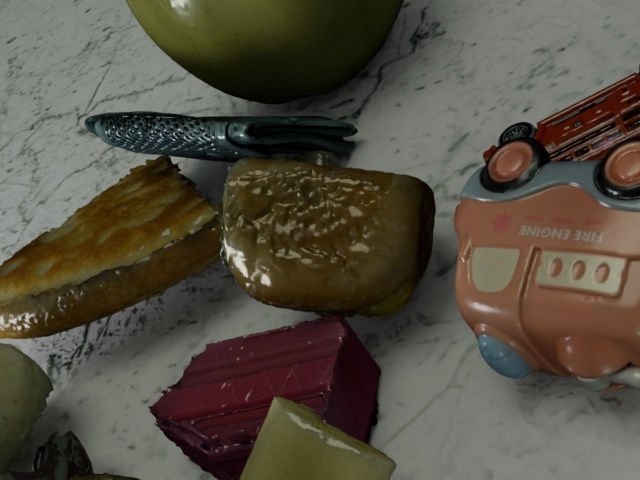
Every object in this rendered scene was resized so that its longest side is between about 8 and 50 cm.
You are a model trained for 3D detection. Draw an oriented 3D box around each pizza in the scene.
[{"bbox_3d":[-0.261,-0.008,1.520,0.440,0.130,0.406,-17,25,23],"label":"pizza"}]

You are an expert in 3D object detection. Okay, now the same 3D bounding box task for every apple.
[{"bbox_3d":[-0.080,-0.431,1.583,0.474,0.473,0.473,-23,37,18],"label":"apple"}]

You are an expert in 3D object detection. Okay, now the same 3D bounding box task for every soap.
[{"bbox_3d":[-0.067,0.179,1.142,0.250,0.099,0.162,-14,40,28],"label":"soap"}]

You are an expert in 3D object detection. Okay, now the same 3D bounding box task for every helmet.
[{"bbox_3d":[-0.317,0.308,1.190,0.153,0.107,0.177,-52,-8,33],"label":"helmet"}]

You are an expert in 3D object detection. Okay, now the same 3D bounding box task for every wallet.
[{"bbox_3d":[-0.148,-0.150,1.507,0.342,0.237,0.075,8,98,41],"label":"wallet"}]

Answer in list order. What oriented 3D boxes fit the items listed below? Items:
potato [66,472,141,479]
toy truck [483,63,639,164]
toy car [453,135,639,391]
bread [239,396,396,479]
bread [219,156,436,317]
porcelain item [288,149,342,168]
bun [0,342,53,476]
[{"bbox_3d":[-0.281,0.369,1.016,0.243,0.242,0.285,-10,59,33],"label":"potato"},{"bbox_3d":[0.314,-0.098,1.134,0.253,0.107,0.114,-27,37,16],"label":"toy truck"},{"bbox_3d":[0.244,0.036,0.990,0.271,0.180,0.212,6,62,43],"label":"toy car"},{"bbox_3d":[-0.020,0.255,0.979,0.139,0.060,0.178,27,93,26],"label":"bread"},{"bbox_3d":[0.000,0.000,1.189,0.246,0.195,0.176,9,92,16],"label":"bread"},{"bbox_3d":[-0.017,-0.024,1.361,0.081,0.069,0.215,-13,39,20],"label":"porcelain item"},{"bbox_3d":[-0.456,0.237,1.306,0.259,0.152,0.259,-47,17,19],"label":"bun"}]
